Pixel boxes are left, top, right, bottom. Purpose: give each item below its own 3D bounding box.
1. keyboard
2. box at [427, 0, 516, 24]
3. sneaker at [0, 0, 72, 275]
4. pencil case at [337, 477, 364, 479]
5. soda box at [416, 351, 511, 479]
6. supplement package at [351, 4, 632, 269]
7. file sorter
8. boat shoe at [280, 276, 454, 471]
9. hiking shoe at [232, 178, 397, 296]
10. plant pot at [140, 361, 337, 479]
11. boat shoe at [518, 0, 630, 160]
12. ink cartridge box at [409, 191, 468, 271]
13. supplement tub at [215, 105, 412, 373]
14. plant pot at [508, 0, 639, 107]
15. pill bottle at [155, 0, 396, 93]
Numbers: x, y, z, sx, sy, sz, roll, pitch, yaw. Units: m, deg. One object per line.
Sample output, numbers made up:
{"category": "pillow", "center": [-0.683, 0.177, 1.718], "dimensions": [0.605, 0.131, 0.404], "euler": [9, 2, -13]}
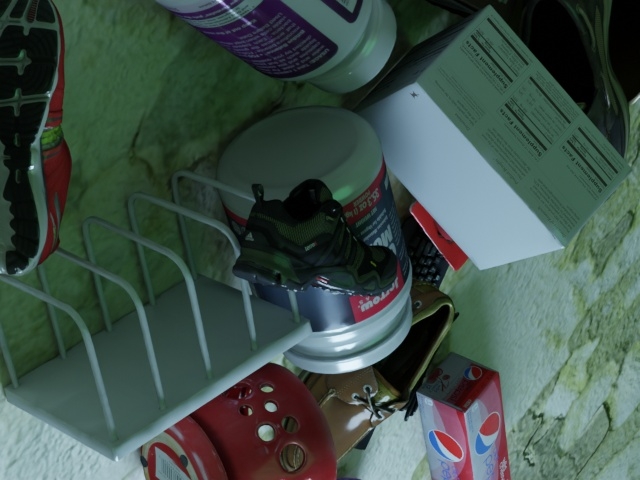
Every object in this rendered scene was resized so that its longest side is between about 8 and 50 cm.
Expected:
{"category": "keyboard", "center": [0.112, 0.135, 2.184], "dimensions": [0.201, 0.033, 0.317], "euler": [25, 90, -50]}
{"category": "box", "center": [0.188, -0.466, 1.896], "dimensions": [0.191, 0.143, 0.381], "euler": [17, 97, -50]}
{"category": "sneaker", "center": [-0.293, -0.106, 1.590], "dimensions": [0.118, 0.107, 0.279], "euler": [-29, 126, -74]}
{"category": "pencil case", "center": [0.032, 0.420, 2.188], "dimensions": [0.086, 0.088, 0.206], "euler": [1, 108, -46]}
{"category": "soda box", "center": [0.206, 0.286, 2.293], "dimensions": [0.092, 0.083, 0.263], "euler": [-46, 142, -31]}
{"category": "supplement package", "center": [0.196, -0.116, 1.937], "dimensions": [0.262, 0.204, 0.145], "euler": [48, 67, -10]}
{"category": "file sorter", "center": [-0.183, 0.064, 1.705], "dimensions": [0.278, 0.193, 0.173], "euler": [-31, 126, -35]}
{"category": "boat shoe", "center": [0.055, 0.179, 2.063], "dimensions": [0.111, 0.104, 0.307], "euler": [37, 82, -35]}
{"category": "hiking shoe", "center": [0.009, -0.004, 1.684], "dimensions": [0.227, 0.086, 0.114], "euler": [4, 98, -50]}
{"category": "plant pot", "center": [-0.102, 0.257, 1.891], "dimensions": [0.174, 0.191, 0.191], "euler": [-21, 123, -32]}
{"category": "boat shoe", "center": [0.296, -0.184, 2.003], "dimensions": [0.130, 0.132, 0.355], "euler": [-53, 138, -46]}
{"category": "ink cartridge box", "center": [0.191, -0.089, 2.108], "dimensions": [0.231, 0.078, 0.134], "euler": [-50, 125, -17]}
{"category": "supplement tub", "center": [0.000, 0.000, 1.871], "dimensions": [0.191, 0.191, 0.272], "euler": [-40, 133, -28]}
{"category": "plant pot", "center": [0.370, -0.327, 2.121], "dimensions": [0.254, 0.237, 0.237], "euler": [-51, 141, -43]}
{"category": "pill bottle", "center": [-0.050, -0.269, 1.705], "dimensions": [0.301, 0.169, 0.169], "euler": [31, 85, -50]}
